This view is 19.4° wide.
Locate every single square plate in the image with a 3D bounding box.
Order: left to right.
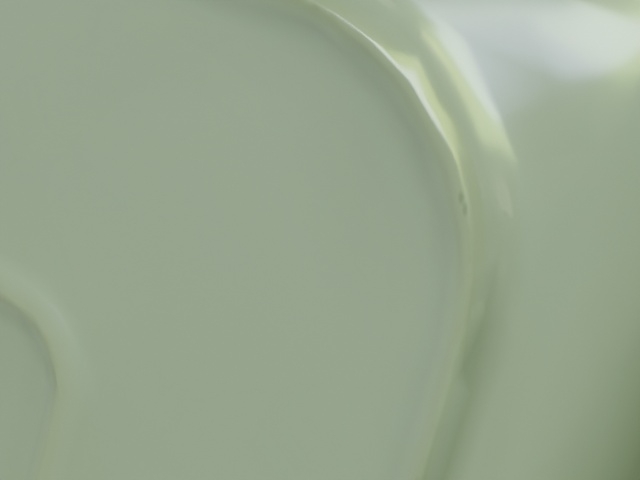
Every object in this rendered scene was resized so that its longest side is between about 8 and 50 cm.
[{"bbox_3d":[-0.088,0.044,0.435,0.344,0.049,0.347,25,110,27],"label":"square plate"}]
